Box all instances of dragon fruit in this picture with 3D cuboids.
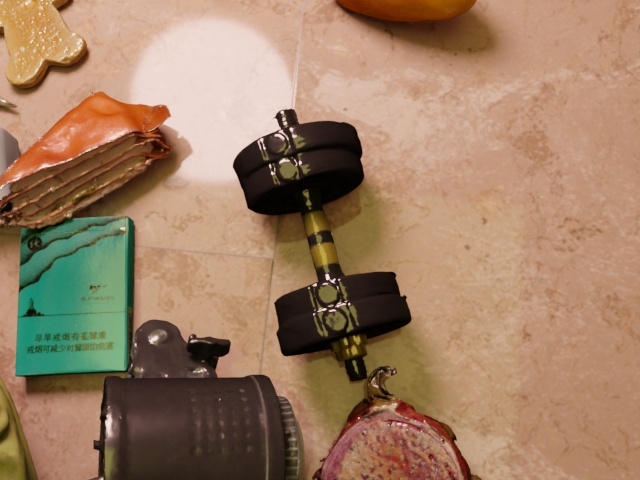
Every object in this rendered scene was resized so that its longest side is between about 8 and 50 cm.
[{"bbox_3d":[0.105,0.309,0.941,0.211,0.147,0.282,-7,75,10],"label":"dragon fruit"}]

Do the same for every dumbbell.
[{"bbox_3d":[0.000,0.000,0.981,0.185,0.185,0.388,-16,77,-2],"label":"dumbbell"}]

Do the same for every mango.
[{"bbox_3d":[0.119,-0.395,1.088,0.252,0.154,0.126,25,87,21],"label":"mango"}]

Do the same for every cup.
[{"bbox_3d":[-0.508,-0.088,1.065,0.128,0.095,0.129,-12,75,2],"label":"cup"}]

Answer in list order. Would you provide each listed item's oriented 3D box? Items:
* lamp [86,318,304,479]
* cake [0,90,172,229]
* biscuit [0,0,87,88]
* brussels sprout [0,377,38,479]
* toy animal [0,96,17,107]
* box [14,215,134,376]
[{"bbox_3d":[-0.157,0.277,0.883,0.272,0.205,0.374,16,43,-4],"label":"lamp"},{"bbox_3d":[-0.353,-0.120,1.048,0.287,0.098,0.135,-36,65,-19],"label":"cake"},{"bbox_3d":[-0.465,-0.365,1.155,0.153,0.030,0.234,-27,78,-5],"label":"biscuit"},{"bbox_3d":[-0.513,0.361,0.842,0.425,0.342,0.361,-35,85,-3],"label":"brussels sprout"},{"bbox_3d":[-0.548,-0.232,1.097,0.155,0.095,0.219,17,80,10],"label":"toy animal"},{"bbox_3d":[-0.354,0.080,1.047,0.161,0.042,0.226,-3,78,1],"label":"box"}]
